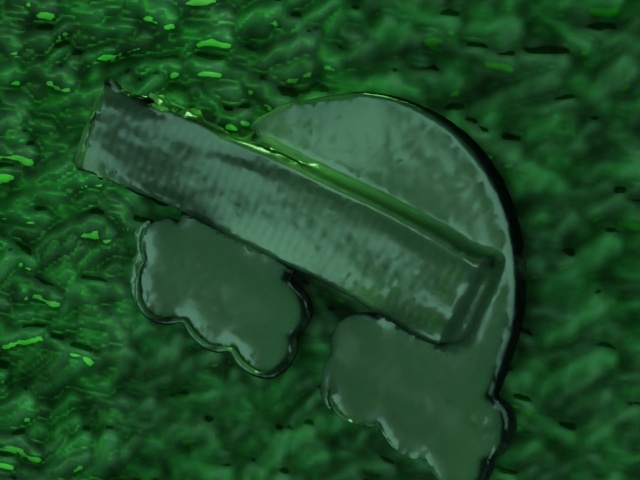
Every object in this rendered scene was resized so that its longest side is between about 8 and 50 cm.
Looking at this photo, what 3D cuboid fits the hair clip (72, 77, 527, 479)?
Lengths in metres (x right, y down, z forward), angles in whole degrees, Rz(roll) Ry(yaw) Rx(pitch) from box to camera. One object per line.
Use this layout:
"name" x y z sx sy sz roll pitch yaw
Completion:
"hair clip" 0.000 0.000 0.601 0.220 0.054 0.140 27 98 12
